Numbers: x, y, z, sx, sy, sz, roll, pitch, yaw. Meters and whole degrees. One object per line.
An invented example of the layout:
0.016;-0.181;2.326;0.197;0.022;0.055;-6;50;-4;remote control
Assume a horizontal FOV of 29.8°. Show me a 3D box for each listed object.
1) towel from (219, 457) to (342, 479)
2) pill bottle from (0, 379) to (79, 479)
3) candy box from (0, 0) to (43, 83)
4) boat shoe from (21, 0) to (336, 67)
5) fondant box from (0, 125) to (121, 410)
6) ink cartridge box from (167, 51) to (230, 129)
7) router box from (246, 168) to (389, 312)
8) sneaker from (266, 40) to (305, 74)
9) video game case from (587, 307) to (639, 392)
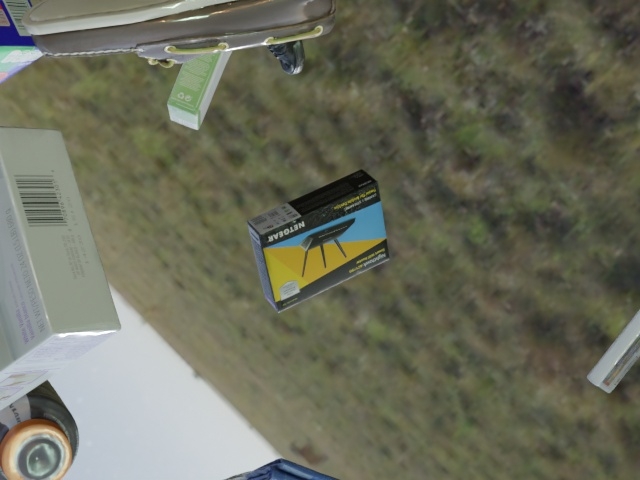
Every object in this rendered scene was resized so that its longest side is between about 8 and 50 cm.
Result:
-0.054;0.333;1.450;0.209;0.034;0.285;26;145;-28;towel
-0.395;0.253;1.598;0.130;0.130;0.245;49;168;-21;pill bottle
-0.534;-0.205;1.467;0.122;0.317;0.268;64;-159;1;candy box
-0.142;-0.232;1.253;0.117;0.324;0.097;-111;9;-52;boat shoe
-0.380;0.055;1.336;0.096;0.330;0.238;-2;-114;-48;fondant box
-0.163;-0.292;1.836;0.056;0.235;0.171;22;176;-4;ink cartridge box
0.000;0.000;1.598;0.046;0.178;0.133;44;153;48;router box
-0.069;-0.258;1.434;0.051;0.089;0.170;57;161;36;sneaker
0.441;0.120;1.643;0.023;0.201;0.183;39;-177;20;video game case
